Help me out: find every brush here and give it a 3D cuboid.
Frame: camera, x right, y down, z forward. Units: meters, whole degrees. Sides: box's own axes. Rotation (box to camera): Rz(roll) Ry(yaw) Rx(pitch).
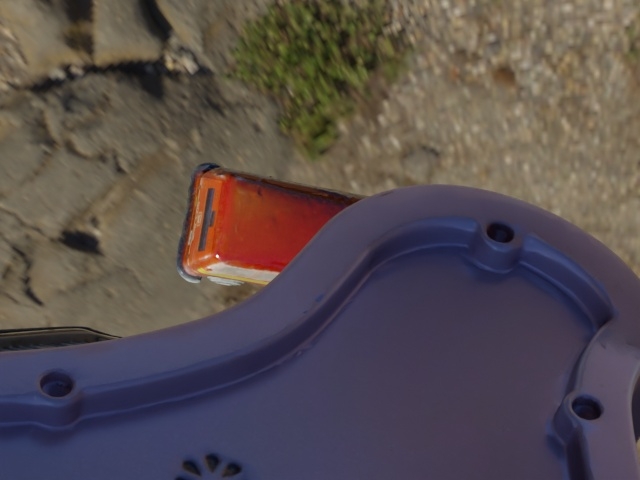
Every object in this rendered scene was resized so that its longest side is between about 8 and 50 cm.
[{"bbox_3d":[-0.180,0.111,1.607,0.065,0.327,0.070,12,100,47],"label":"brush"}]

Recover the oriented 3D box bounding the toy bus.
[{"bbox_3d":[0.000,0.000,1.167,0.174,0.077,0.079,11,83,-18],"label":"toy bus"}]

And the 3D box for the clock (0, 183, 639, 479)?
[{"bbox_3d":[-0.048,0.080,0.461,0.290,0.080,0.275,19,44,2],"label":"clock"}]
